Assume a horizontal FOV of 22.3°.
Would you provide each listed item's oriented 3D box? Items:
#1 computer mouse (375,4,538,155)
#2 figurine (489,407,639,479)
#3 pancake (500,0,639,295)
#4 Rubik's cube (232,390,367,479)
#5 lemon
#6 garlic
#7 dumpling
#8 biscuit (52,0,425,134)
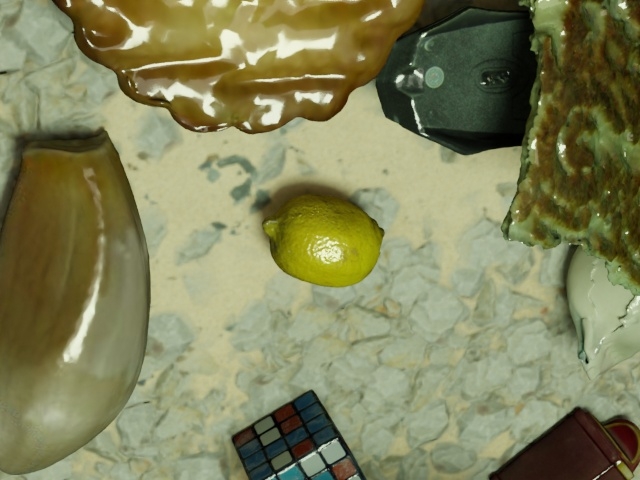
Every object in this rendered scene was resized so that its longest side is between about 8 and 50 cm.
[{"bbox_3d":[0.149,-0.143,1.405,0.231,0.071,0.126,-7,101,-24],"label":"computer mouse"},{"bbox_3d":[0.259,0.239,1.607,0.154,0.082,0.098,-37,132,2],"label":"figurine"},{"bbox_3d":[0.293,-0.080,1.417,0.427,0.067,0.305,29,75,-38],"label":"pancake"},{"bbox_3d":[-0.015,0.214,1.503,0.092,0.092,0.092,-30,118,-2],"label":"Rubik's cube"},{"bbox_3d":[0.000,0.000,1.417,0.110,0.082,0.082,10,111,-16],"label":"lemon"},{"bbox_3d":[-0.213,0.062,1.384,0.143,0.112,0.318,5,101,-15],"label":"garlic"},{"bbox_3d":[0.296,0.044,1.517,0.127,0.108,0.188,10,94,-44],"label":"dumpling"},{"bbox_3d":[-0.063,-0.245,1.277,0.326,0.107,0.326,-8,116,-16],"label":"biscuit"}]
